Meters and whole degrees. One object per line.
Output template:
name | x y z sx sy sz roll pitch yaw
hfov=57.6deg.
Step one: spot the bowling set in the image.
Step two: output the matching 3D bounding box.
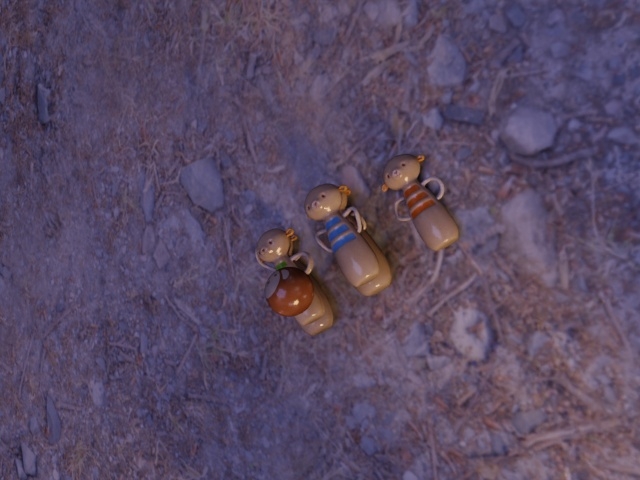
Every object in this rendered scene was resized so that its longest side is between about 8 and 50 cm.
bowling set | 0.000 0.000 0.691 0.287 0.200 0.154 -38 70 27
